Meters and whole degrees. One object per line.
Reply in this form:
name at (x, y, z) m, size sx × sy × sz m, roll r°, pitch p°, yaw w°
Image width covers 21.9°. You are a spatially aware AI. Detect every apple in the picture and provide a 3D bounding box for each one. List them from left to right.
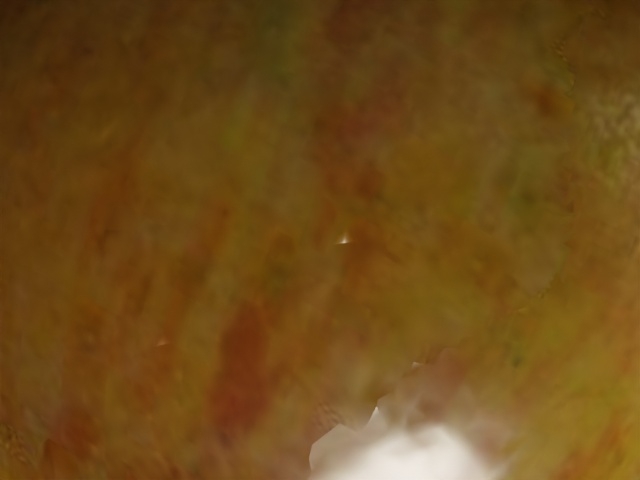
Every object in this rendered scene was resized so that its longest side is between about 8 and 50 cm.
apple at (0.000, 0.000, 0.643) m, size 0.400 × 0.400 × 0.333 m, roll -91°, pitch -159°, yaw -83°
